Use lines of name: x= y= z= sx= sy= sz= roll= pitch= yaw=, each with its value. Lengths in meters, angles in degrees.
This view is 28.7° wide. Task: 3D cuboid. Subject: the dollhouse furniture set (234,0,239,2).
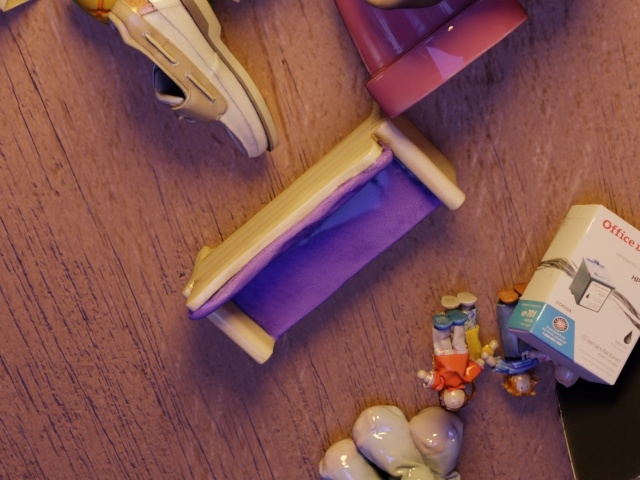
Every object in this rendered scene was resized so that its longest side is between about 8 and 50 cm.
dollhouse furniture set: x=-0.071 y=-0.327 z=1.368 sx=0.081 sy=0.091 sz=0.114 roll=-15 pitch=153 yaw=-34

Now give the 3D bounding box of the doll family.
doll family: x=0.244 y=0.147 z=1.706 sx=0.263 sy=0.118 sz=0.163 roll=-10 pitch=112 yaw=-11

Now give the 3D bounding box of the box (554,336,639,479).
box: x=0.651 y=0.284 z=1.641 sx=0.480 sy=0.297 sz=0.472 roll=-38 pitch=112 yaw=21

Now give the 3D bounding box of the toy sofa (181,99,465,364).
toy sofa: x=0.000 y=0.000 z=1.589 sx=0.362 sy=0.177 sz=0.150 roll=-40 pitch=109 yaw=20

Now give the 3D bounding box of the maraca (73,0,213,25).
maraca: x=-0.216 y=-0.300 z=1.489 sx=0.186 sy=0.099 sz=0.127 roll=22 pitch=131 yaw=-36

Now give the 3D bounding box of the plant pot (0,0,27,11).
plant pot: x=-0.373 y=-0.349 z=1.470 sx=0.096 sy=0.109 sz=0.109 roll=29 pitch=117 yaw=3

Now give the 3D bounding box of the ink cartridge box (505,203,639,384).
ink cartridge box: x=0.349 y=0.068 z=1.606 sx=0.140 sy=0.082 sz=0.190 roll=32 pitch=82 yaw=-13

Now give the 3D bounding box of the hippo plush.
hippo plush: x=0.114 y=0.402 z=1.763 sx=0.234 sy=0.236 sz=0.294 roll=-13 pitch=117 yaw=10

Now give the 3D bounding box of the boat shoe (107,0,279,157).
boat shoe: x=-0.152 y=-0.197 z=1.488 sx=0.103 sy=0.113 sz=0.302 roll=-40 pitch=133 yaw=-8

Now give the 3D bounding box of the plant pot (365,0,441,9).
plant pot: x=0.163 y=-0.365 z=1.266 sx=0.229 sy=0.263 sz=0.263 roll=-3 pitch=121 yaw=-21

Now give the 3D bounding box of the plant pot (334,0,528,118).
plant pot: x=0.107 y=-0.269 z=1.440 sx=0.201 sy=0.201 sz=0.180 roll=-35 pitch=96 yaw=20
